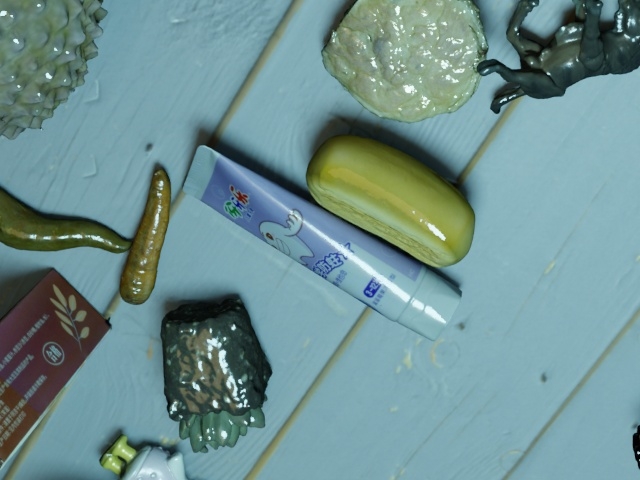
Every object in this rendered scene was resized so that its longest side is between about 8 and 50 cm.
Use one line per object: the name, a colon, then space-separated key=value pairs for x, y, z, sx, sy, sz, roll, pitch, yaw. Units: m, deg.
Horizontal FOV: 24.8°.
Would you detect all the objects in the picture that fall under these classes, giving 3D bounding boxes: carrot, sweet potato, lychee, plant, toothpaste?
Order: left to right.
lychee: x=-0.416 y=-0.311 z=1.625 sx=0.380 sy=0.380 sz=0.432 roll=-7 pitch=128 yaw=14
sweet potato: x=-0.369 y=-0.016 z=1.891 sx=0.249 sy=0.059 sz=0.069 roll=20 pitch=102 yaw=-2
carrot: x=-0.219 y=-0.004 z=1.869 sx=0.047 sy=0.047 sz=0.191 roll=20 pitch=113 yaw=3
plant: x=-0.133 y=0.177 z=1.878 sx=0.132 sy=0.129 sz=0.194 roll=-7 pitch=107 yaw=14
toothpaste: x=0.000 y=0.000 z=1.810 sx=0.371 sy=0.080 sz=0.125 roll=31 pitch=151 yaw=0

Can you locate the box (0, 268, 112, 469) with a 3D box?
box: x=-0.468 y=0.249 z=1.834 sx=0.122 sy=0.385 sz=0.344 roll=45 pitch=113 yaw=-8

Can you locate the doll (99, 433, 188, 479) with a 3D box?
doll: x=-0.204 y=0.340 z=1.985 sx=0.207 sy=0.081 sz=0.129 roll=34 pitch=122 yaw=-5

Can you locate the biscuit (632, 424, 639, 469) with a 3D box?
biscuit: x=0.459 y=0.284 z=1.764 sx=0.194 sy=0.194 sz=0.053 roll=36 pitch=119 yaw=-4

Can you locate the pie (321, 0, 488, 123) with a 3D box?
pie: x=0.102 y=-0.223 z=1.683 sx=0.185 sy=0.052 sz=0.218 roll=40 pitch=130 yaw=0

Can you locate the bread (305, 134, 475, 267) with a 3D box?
bread: x=0.089 y=-0.054 z=1.740 sx=0.217 sy=0.147 sz=0.098 roll=28 pitch=83 yaw=0

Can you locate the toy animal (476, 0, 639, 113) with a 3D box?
toy animal: x=0.280 y=-0.213 z=1.654 sx=0.232 sy=0.084 sz=0.148 roll=-31 pitch=130 yaw=20
